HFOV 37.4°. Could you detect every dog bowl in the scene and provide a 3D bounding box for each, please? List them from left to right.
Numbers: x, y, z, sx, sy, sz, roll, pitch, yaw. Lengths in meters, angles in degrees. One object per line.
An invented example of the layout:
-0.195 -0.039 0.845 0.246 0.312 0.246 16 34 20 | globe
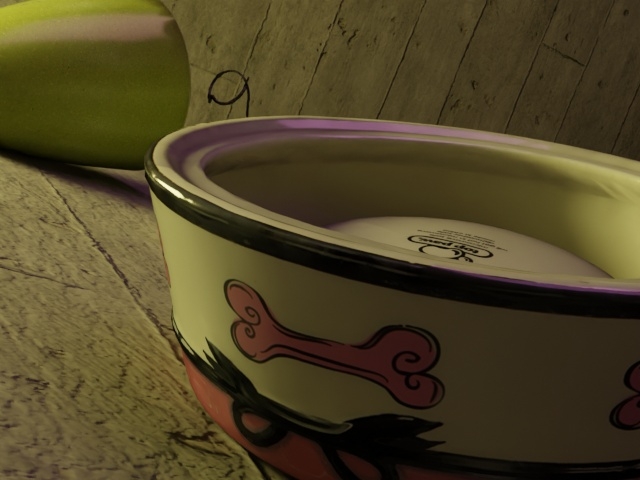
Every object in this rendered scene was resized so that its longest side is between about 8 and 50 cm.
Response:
0.089 0.030 0.610 0.407 0.151 0.408 7 17 -2 | dog bowl

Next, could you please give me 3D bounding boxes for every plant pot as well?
-0.383 -0.227 1.329 0.274 0.275 0.293 26 22 35 | plant pot

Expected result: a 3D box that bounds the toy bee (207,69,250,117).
-0.074 -0.112 1.527 0.195 0.299 0.162 -4 -25 8 | toy bee
